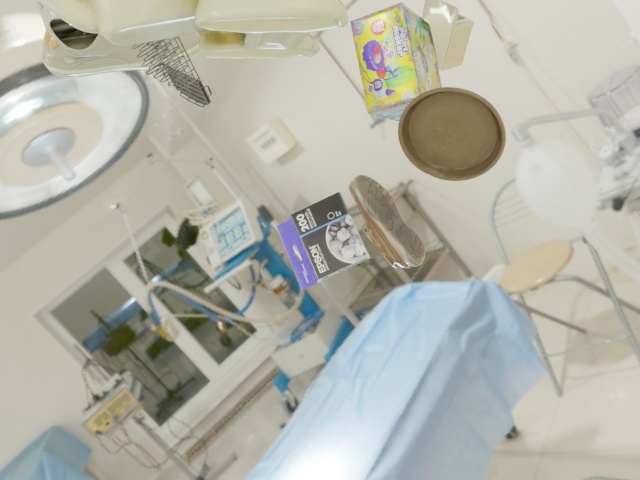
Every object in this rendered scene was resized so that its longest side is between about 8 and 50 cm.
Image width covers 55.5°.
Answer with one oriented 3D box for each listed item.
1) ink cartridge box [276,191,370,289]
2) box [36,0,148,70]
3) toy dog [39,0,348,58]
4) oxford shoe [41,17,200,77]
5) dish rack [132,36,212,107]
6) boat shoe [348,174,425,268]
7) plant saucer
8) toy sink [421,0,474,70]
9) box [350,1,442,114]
[{"bbox_3d":[0.000,0.000,1.656,0.208,0.206,0.045,-26,-18,7],"label":"ink cartridge box"},{"bbox_3d":[-0.704,-0.663,1.916,0.322,0.232,0.058,-1,-32,-46],"label":"box"},{"bbox_3d":[-0.145,-0.440,0.720,0.396,0.407,0.284,-1,8,-1],"label":"toy dog"},{"bbox_3d":[-0.489,-0.532,1.570,0.450,0.169,0.130,-17,-29,-20],"label":"oxford shoe"},{"bbox_3d":[-0.346,-0.404,1.318,0.074,0.271,0.208,-39,45,-16],"label":"dish rack"},{"bbox_3d":[0.177,-0.043,1.805,0.116,0.324,0.123,-27,10,45],"label":"boat shoe"},{"bbox_3d":[0.341,-0.278,1.587,0.278,0.278,0.041,-29,23,40],"label":"plant saucer"},{"bbox_3d":[0.462,-0.774,2.252,0.131,0.153,0.234,-25,-41,-33],"label":"toy sink"},{"bbox_3d":[0.251,-0.549,1.918,0.177,0.289,0.279,-11,0,26],"label":"box"}]
